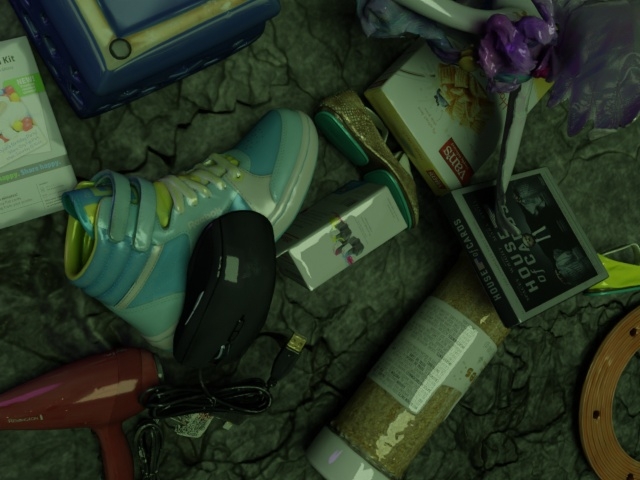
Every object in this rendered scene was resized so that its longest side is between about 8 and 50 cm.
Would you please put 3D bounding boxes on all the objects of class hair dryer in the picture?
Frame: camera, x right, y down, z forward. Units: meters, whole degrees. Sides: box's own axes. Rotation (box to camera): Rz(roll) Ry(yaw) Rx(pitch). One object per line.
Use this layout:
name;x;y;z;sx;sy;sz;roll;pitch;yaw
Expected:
hair dryer;-0.237;0.232;0.877;0.293;0.080;0.223;30;87;-22

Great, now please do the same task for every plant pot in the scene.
plant pot;-0.184;-0.270;0.751;0.236;0.212;0.236;-30;107;-15

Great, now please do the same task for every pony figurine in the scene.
pony figurine;0.223;-0.228;0.840;0.363;0.303;0.351;27;65;-6

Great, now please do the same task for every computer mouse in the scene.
computer mouse;-0.075;0.099;0.836;0.184;0.060;0.262;9;111;-38

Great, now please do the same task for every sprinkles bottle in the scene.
sprinkles bottle;0.132;0.177;0.993;0.121;0.121;0.355;42;82;-22

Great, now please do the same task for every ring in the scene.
ring;0.544;0.249;1.218;0.337;0.032;0.336;-4;100;-21

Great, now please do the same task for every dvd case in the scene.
dvd case;0.268;0.000;0.980;0.239;0.029;0.179;-16;75;-45

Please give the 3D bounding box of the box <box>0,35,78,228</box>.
box;-0.351;-0.106;0.803;0.145;0.038;0.186;-19;104;-19

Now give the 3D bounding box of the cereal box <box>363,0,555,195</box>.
cereal box;0.186;-0.198;0.979;0.240;0.047;0.173;-48;113;-20

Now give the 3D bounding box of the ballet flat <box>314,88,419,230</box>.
ballet flat;0.075;-0.106;0.959;0.067;0.073;0.206;-49;116;-25

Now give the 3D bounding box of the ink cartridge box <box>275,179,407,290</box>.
ink cartridge box;0.000;0.000;0.922;0.181;0.104;0.061;-32;108;-13

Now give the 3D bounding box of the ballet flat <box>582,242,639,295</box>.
ballet flat;0.489;0.043;1.144;0.231;0.077;0.077;0;84;-20

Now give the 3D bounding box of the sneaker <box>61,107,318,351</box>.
sneaker;-0.150;-0.049;0.826;0.208;0.127;0.319;37;83;-36
